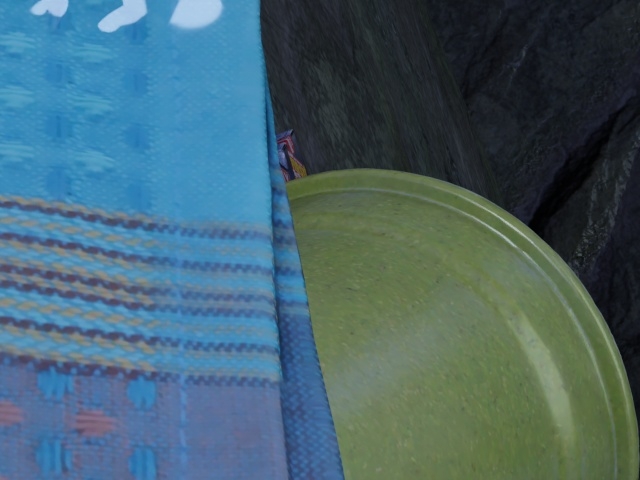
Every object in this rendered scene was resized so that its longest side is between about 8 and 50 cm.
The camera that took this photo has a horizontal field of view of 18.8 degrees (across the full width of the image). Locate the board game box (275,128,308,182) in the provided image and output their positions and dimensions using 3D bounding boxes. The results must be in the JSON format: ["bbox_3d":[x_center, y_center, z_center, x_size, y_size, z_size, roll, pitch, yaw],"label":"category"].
[{"bbox_3d":[-0.036,0.002,1.358,0.194,0.060,0.194,40,32,-67],"label":"board game box"}]

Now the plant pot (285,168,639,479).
[{"bbox_3d":[-0.020,0.117,0.870,0.254,0.276,0.276,-19,90,-66],"label":"plant pot"}]

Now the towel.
[{"bbox_3d":[-0.163,0.016,0.263,0.370,0.040,0.271,11,44,-22],"label":"towel"}]
